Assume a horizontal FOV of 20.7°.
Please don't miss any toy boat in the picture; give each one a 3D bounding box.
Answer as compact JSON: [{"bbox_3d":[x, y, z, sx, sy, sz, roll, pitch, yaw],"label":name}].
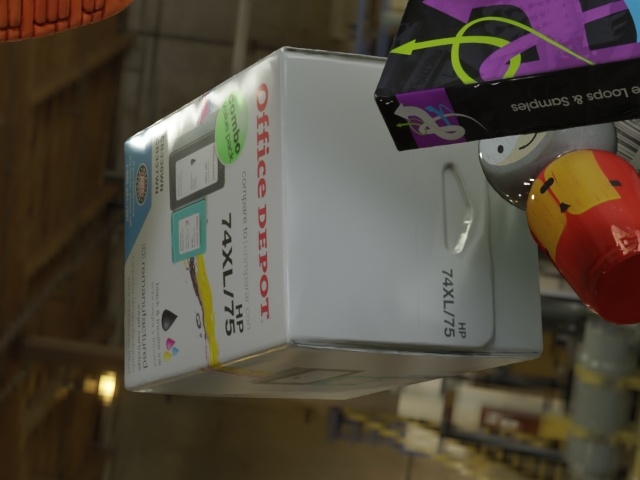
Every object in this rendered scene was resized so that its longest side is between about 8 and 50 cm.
[{"bbox_3d":[0.241,-0.050,0.831,0.148,0.318,0.267,-113,14,-51],"label":"toy boat"}]

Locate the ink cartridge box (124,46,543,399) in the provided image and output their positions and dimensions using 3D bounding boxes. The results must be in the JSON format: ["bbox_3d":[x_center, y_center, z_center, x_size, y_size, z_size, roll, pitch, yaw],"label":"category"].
[{"bbox_3d":[0.000,0.000,1.239,0.270,0.197,0.198,-22,67,59],"label":"ink cartridge box"}]

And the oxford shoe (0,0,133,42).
[{"bbox_3d":[-0.288,-0.192,1.099,0.132,0.363,0.130,13,101,61],"label":"oxford shoe"}]

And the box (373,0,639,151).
[{"bbox_3d":[0.107,-0.087,0.590,0.116,0.162,0.029,-70,-35,-42],"label":"box"}]

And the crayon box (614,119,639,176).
[{"bbox_3d":[0.251,-0.226,0.986,0.313,0.106,0.363,-54,-7,-41],"label":"crayon box"}]
